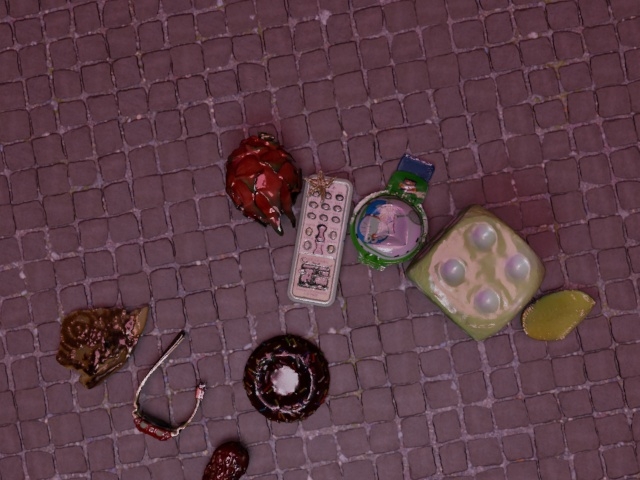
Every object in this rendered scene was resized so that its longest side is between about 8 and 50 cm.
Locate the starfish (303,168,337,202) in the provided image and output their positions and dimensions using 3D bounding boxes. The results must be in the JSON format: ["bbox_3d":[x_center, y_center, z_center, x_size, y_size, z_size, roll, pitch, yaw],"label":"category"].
[{"bbox_3d":[0.002,-0.140,1.870,0.086,0.016,0.092,-9,76,3],"label":"starfish"}]

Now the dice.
[{"bbox_3d":[0.376,0.076,1.785,0.252,0.254,0.250,45,91,3],"label":"dice"}]

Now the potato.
[{"bbox_3d":[0.603,0.188,1.871,0.198,0.054,0.119,-31,86,-3],"label":"potato"}]

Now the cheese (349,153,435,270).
[{"bbox_3d":[0.192,-0.074,1.884,0.204,0.083,0.320,23,78,12],"label":"cheese"}]

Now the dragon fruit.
[{"bbox_3d":[-0.144,-0.141,1.856,0.193,0.192,0.274,-10,90,8],"label":"dragon fruit"}]

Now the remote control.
[{"bbox_3d":[0.000,0.000,1.903,0.128,0.065,0.335,10,88,2],"label":"remote control"}]

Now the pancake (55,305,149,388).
[{"bbox_3d":[-0.575,0.282,1.933,0.257,0.056,0.212,-7,80,10],"label":"pancake"}]

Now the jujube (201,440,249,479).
[{"bbox_3d":[-0.250,0.589,1.885,0.104,0.104,0.166,42,104,4],"label":"jujube"}]

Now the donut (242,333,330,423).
[{"bbox_3d":[-0.088,0.362,1.885,0.235,0.089,0.235,0,87,2],"label":"donut"}]

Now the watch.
[{"bbox_3d":[-0.380,0.388,1.908,0.165,0.102,0.268,35,81,-3],"label":"watch"}]
